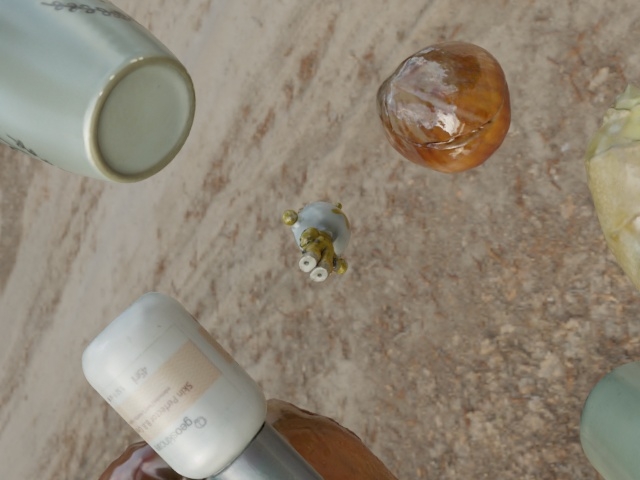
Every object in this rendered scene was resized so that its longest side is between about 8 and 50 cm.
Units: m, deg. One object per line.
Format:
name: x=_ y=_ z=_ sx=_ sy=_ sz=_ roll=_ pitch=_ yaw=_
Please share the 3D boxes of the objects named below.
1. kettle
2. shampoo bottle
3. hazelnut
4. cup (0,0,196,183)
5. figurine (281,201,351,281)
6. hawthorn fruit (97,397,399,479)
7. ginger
kettle: x=0.424 y=0.263 z=0.877 sx=0.240 sy=0.165 sz=0.255 roll=52 pitch=-179 yaw=-8
shampoo bottle: x=-0.062 y=0.120 z=0.502 sx=0.192 sy=0.074 sz=0.074 roll=48 pitch=142 yaw=-2
hazelnut: x=0.162 y=-0.179 z=1.035 sx=0.182 sy=0.182 sz=0.182 roll=-7 pitch=82 yaw=59
cup: x=-0.231 y=-0.161 z=0.849 sx=0.234 sy=0.258 sz=0.186 roll=29 pitch=104 yaw=29
figurine: x=-0.004 y=-0.003 z=0.982 sx=0.068 sy=0.143 sz=0.101 roll=-40 pitch=82 yaw=22
hawthorn fruit: x=-0.060 y=0.392 z=0.894 sx=0.471 sy=0.471 sz=0.472 roll=-7 pitch=82 yaw=59
ginger: x=0.370 y=-0.036 z=0.863 sx=0.152 sy=0.138 sz=0.267 roll=56 pitch=-161 yaw=-73
